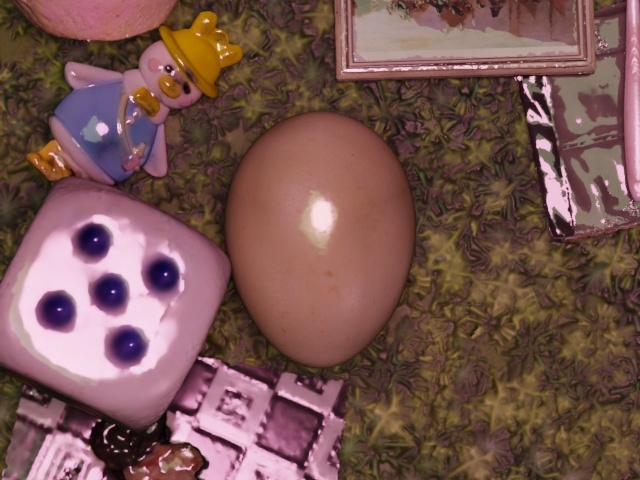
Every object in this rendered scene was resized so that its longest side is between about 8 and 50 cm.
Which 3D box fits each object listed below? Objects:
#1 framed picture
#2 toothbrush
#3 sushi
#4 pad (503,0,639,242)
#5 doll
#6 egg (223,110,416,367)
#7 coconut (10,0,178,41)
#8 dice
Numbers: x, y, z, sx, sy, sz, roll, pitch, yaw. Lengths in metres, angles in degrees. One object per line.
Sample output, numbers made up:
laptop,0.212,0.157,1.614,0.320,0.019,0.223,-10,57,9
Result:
framed picture,0.147,-0.272,1.397,0.274,0.017,0.217,-3,86,2
toothbrush,0.322,-0.192,1.383,0.025,0.029,0.307,-2,90,12
sushi,-0.158,0.274,1.377,0.339,0.069,0.320,9,75,-5
pad,0.297,-0.125,1.402,0.174,0.022,0.233,-14,88,1
doll,-0.188,-0.139,1.375,0.241,0.099,0.135,-39,82,3
egg,0.000,0.000,1.325,0.189,0.188,0.253,-3,99,1
coconut,-0.230,-0.320,1.316,0.197,0.237,0.236,-19,90,-27
dice,-0.207,0.062,1.279,0.192,0.193,0.194,26,79,-9
